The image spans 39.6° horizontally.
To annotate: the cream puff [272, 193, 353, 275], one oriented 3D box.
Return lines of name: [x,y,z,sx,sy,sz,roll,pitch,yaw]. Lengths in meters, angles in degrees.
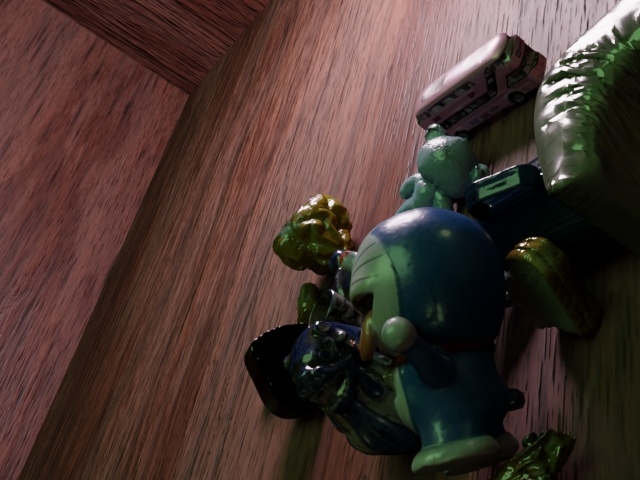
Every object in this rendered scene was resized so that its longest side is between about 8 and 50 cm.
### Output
cream puff: [0.000,0.000,1.430,0.146,0.116,0.146,-48,-9,-10]

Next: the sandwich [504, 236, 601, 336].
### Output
sandwich: [0.214,0.042,0.862,0.035,0.105,0.093,-41,20,-19]

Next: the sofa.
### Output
sofa: [0.309,-0.101,0.697,0.225,0.210,0.176,-43,23,34]

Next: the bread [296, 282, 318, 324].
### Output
bread: [-0.019,0.101,1.420,0.088,0.033,0.049,-94,25,-64]

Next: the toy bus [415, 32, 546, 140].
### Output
toy bus: [0.216,-0.206,1.233,0.203,0.090,0.063,-31,32,49]

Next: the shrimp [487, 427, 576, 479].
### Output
shrimp: [0.157,0.255,0.766,0.217,0.051,0.115,-57,24,9]

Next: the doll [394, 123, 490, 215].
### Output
doll: [0.160,-0.063,1.212,0.120,0.075,0.180,48,133,31]

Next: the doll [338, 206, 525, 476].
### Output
doll: [0.108,0.098,0.854,0.161,0.215,0.257,-13,69,16]

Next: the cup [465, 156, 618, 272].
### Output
cup: [0.227,-0.043,0.891,0.138,0.150,0.113,-36,21,50]

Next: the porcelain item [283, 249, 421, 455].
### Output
porcelain item: [0.050,0.116,1.024,0.138,0.186,0.288,-47,21,31]

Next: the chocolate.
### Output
chocolate: [-0.052,0.193,1.266,0.080,0.125,0.149,119,164,-47]

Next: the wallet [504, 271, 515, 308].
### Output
wallet: [0.167,0.051,0.988,0.129,0.026,0.088,-18,38,16]
